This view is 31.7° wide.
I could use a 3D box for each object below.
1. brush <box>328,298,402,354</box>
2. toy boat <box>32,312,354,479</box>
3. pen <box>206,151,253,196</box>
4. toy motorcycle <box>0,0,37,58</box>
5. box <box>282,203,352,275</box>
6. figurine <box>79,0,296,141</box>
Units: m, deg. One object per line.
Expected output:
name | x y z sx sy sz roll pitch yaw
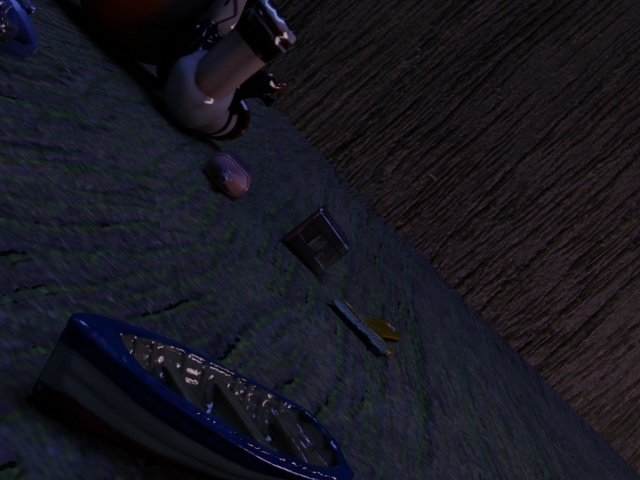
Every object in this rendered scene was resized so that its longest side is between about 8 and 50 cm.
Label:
brush | 0.062 0.100 1.289 0.082 0.010 0.218 46 6 13
toy boat | -0.057 0.085 0.543 0.080 0.046 0.229 51 9 34
pen | -0.101 -0.077 1.277 0.053 0.032 0.197 46 4 -4
toy motorcycle | -0.294 -0.218 0.833 0.205 0.076 0.114 46 0 -2
box | 0.000 0.000 1.314 0.063 0.060 0.084 50 6 -1
figurine | -0.181 -0.293 1.386 0.323 0.196 0.320 55 -34 15
